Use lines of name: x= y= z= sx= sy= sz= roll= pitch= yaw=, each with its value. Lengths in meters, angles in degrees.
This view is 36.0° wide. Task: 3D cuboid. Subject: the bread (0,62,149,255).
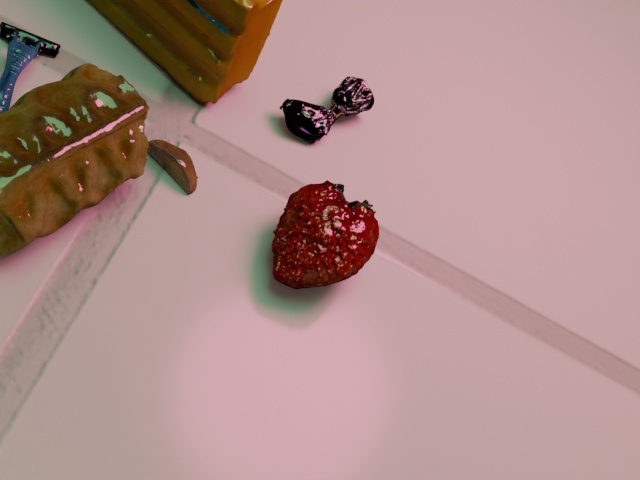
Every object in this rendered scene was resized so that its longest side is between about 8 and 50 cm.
bread: x=-0.325 y=-0.089 z=1.140 sx=0.152 sy=0.130 sz=0.267 roll=51 pitch=50 yaw=-3

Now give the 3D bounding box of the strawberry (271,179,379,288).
strawberry: x=0.004 y=0.002 z=1.267 sx=0.131 sy=0.131 sz=0.148 roll=25 pitch=80 yaw=-10

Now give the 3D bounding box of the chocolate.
chocolate: x=0.007 y=-0.189 z=1.439 sx=0.147 sy=0.070 sz=0.072 roll=-28 pitch=84 yaw=-28

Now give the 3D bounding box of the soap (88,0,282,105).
soap: x=-0.213 y=-0.361 z=1.341 sx=0.324 sy=0.204 sz=0.096 roll=43 pitch=50 yaw=7

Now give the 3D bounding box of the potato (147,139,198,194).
potato: x=-0.187 y=-0.108 z=1.286 sx=0.093 sy=0.036 sz=0.037 roll=45 pitch=53 yaw=8

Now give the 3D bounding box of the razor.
razor: x=-0.398 y=-0.180 z=1.225 sx=0.082 sy=0.042 sz=0.253 roll=22 pitch=52 yaw=-14
